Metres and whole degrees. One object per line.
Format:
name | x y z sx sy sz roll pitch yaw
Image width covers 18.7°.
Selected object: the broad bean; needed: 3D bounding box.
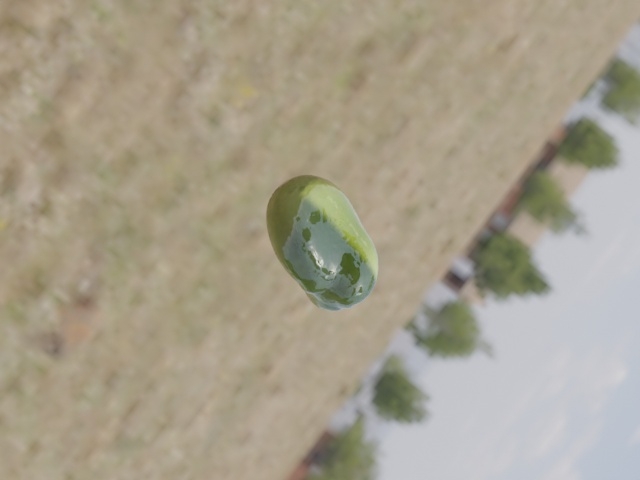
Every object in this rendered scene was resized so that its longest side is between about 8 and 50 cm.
broad bean | 0.000 0.000 1.065 0.045 0.083 0.063 -5 -140 39
